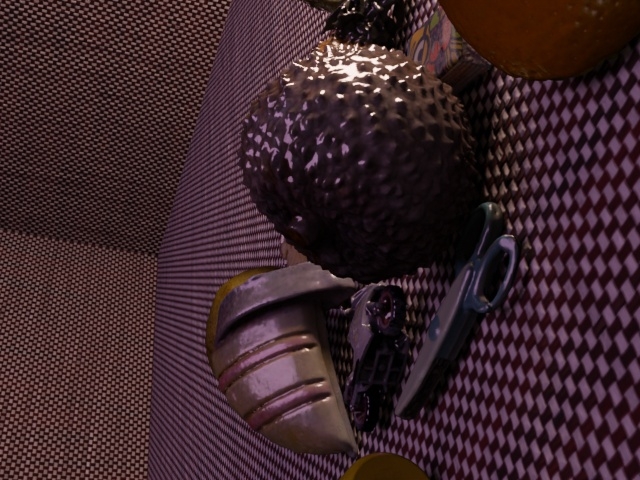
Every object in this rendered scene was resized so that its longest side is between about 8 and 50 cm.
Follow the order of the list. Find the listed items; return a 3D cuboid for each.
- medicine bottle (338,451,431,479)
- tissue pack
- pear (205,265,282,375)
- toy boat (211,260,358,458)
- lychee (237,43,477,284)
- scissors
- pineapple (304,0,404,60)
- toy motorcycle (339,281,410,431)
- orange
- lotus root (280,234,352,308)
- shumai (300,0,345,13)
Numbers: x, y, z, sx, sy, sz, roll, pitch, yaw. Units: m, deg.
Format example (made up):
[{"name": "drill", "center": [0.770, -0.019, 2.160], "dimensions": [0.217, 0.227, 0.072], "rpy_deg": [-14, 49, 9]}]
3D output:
[{"name": "medicine bottle", "center": [0.048, 0.349, 1.053], "dimensions": [0.212, 0.122, 0.122], "rpy_deg": [118, 156, -48]}, {"name": "tissue pack", "center": [0.164, -0.242, 1.127], "dimensions": [0.148, 0.060, 0.108], "rpy_deg": [143, 133, -65]}, {"name": "pear", "center": [-0.104, 0.157, 1.548], "dimensions": [0.211, 0.188, 0.228], "rpy_deg": [-171, 94, -71]}, {"name": "toy boat", "center": [-0.069, 0.176, 1.353], "dimensions": [0.276, 0.111, 0.293], "rpy_deg": [-7, 70, 34]}, {"name": "lychee", "center": [0.052, -0.096, 1.038], "dimensions": [0.300, 0.300, 0.300], "rpy_deg": [-170, 90, -73]}, {"name": "scissors", "center": [0.149, 0.097, 1.008], "dimensions": [0.138, 0.041, 0.289], "rpy_deg": [-105, 34, -57]}, {"name": "pineapple", "center": [0.067, -0.342, 1.398], "dimensions": [0.165, 0.165, 0.364], "rpy_deg": [-145, 75, -72]}, {"name": "toy motorcycle", "center": [0.066, 0.147, 1.191], "dimensions": [0.122, 0.080, 0.215], "rpy_deg": [-116, 35, -63]}, {"name": "orange", "center": [0.213, -0.325, 0.866], "dimensions": [0.262, 0.196, 0.334], "rpy_deg": [-40, 34, 45]}, {"name": "lotus root", "center": [0.000, 0.000, 1.507], "dimensions": [0.261, 0.074, 0.170], "rpy_deg": [-140, 64, -68]}, {"name": "shumai", "center": [0.012, -0.473, 1.657], "dimensions": [0.142, 0.184, 0.184], "rpy_deg": [81, -171, -62]}]
